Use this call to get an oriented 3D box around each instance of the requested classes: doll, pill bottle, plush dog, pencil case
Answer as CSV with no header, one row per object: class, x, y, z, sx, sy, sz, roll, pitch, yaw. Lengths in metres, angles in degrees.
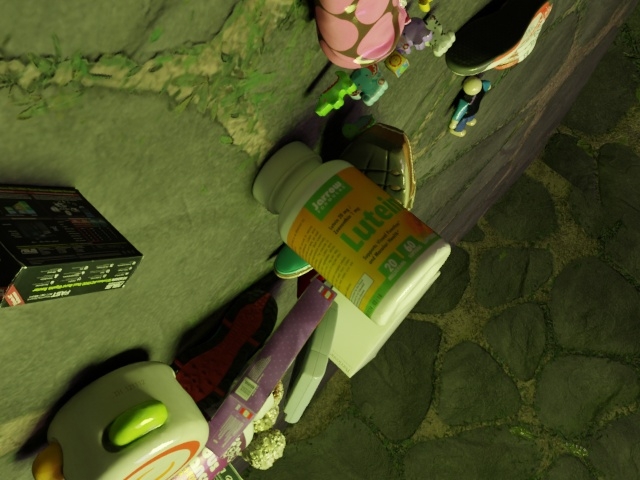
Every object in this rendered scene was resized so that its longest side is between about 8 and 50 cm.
doll,0.315,-0.287,1.259,0.129,0.046,0.189,-47,165,-9
pill bottle,0.032,-0.018,0.765,0.136,0.246,0.136,-44,164,-16
plush dog,-0.162,0.352,1.349,0.225,0.211,0.262,-64,-169,4
pencil case,0.037,-0.248,0.519,0.098,0.095,0.209,-12,164,1
pill bottle,-0.235,0.364,1.110,0.302,0.169,0.169,-38,161,-35

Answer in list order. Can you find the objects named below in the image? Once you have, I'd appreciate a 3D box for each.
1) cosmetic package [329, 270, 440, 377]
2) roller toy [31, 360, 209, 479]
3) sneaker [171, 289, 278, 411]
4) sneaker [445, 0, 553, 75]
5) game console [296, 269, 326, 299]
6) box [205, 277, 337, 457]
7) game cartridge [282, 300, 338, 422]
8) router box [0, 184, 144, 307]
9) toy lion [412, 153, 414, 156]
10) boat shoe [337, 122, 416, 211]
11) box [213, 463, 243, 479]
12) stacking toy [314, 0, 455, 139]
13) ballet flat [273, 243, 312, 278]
cosmetic package,0.132,0.171,1.596,0.155,0.197,0.365,-27,152,-53
roller toy,-0.272,0.270,0.829,0.209,0.146,0.191,-45,156,11
sneaker,-0.165,0.211,1.056,0.262,0.104,0.125,-45,166,-11
sneaker,0.310,-0.339,1.036,0.270,0.090,0.145,-46,162,-18
game console,0.026,0.049,1.149,0.144,0.085,0.124,-43,-147,39
box,-0.090,0.220,1.041,0.293,0.057,0.201,-52,177,-44
game cartridge,-0.020,0.283,1.470,0.198,0.062,0.297,-61,-173,32
router box,-0.209,0.000,0.443,0.038,0.092,0.122,-52,164,15
toy lion,0.137,-0.125,1.173,0.096,0.034,0.100,-45,165,-38
boat shoe,0.093,-0.078,0.935,0.119,0.123,0.324,-58,166,-25
box,-0.393,0.728,1.419,0.396,0.212,0.293,-16,146,-52
stacking toy,0.084,-0.233,0.764,0.221,0.052,0.167,-47,165,8
ballet flat,0.000,0.000,1.050,0.206,0.073,0.067,-43,161,-15
